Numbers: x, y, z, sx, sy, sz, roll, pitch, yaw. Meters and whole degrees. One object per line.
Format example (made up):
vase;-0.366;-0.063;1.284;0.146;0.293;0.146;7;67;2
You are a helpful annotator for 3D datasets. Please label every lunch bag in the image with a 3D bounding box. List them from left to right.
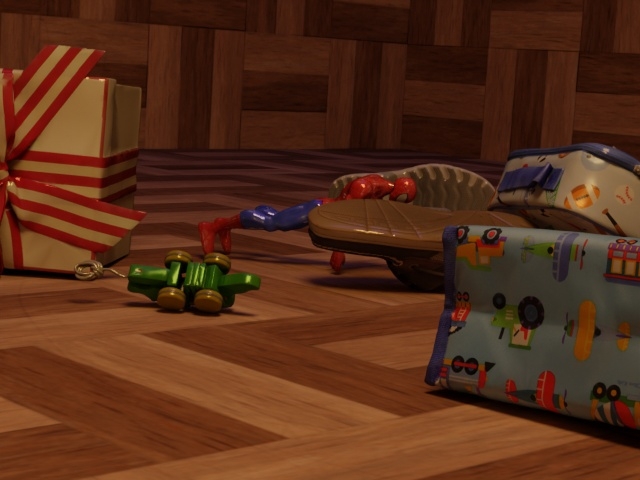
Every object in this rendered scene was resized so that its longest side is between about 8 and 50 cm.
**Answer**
lunch bag;0.340;-0.033;1.633;0.243;0.115;0.303;29;-7;-13
lunch bag;0.266;0.075;1.112;0.221;0.138;0.293;7;-2;44

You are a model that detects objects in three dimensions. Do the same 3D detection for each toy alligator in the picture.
toy alligator;-0.152;0.046;1.376;0.190;0.056;0.051;3;-35;7

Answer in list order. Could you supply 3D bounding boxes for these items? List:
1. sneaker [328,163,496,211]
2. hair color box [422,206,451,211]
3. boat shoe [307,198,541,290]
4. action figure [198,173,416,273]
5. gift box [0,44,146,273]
sneaker;0.161;-0.081;2.271;0.281;0.105;0.115;5;8;17
hair color box;0.111;-0.022;1.995;0.167;0.053;0.093;4;8;-7
boat shoe;0.121;0.013;1.584;0.285;0.092;0.103;4;26;-15
action figure;0.000;0.000;1.706;0.280;0.139;0.091;-18;3;21
gift box;-0.326;-0.095;1.590;0.276;0.255;0.258;0;5;4
